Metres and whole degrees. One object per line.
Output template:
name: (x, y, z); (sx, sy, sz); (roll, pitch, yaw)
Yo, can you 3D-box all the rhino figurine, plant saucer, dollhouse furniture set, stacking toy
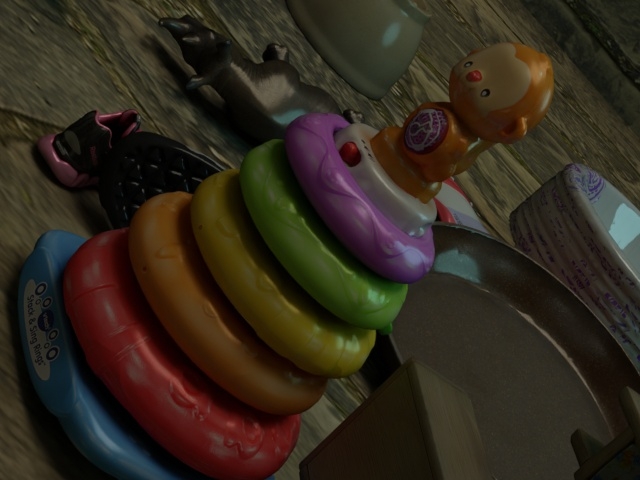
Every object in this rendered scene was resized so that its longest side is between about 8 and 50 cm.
rhino figurine: (-0.044, -0.120, 1.298); (0.243, 0.073, 0.106); (35, 21, -34)
plant saucer: (0.158, 0.118, 1.253); (0.310, 0.050, 0.311); (29, 35, -23)
dollhouse furniture set: (0.116, 0.199, 0.832); (0.242, 0.212, 0.161); (34, 23, -24)
stacking toy: (0.000, 0.000, 0.805); (0.165, 0.302, 0.175); (34, 25, -41)

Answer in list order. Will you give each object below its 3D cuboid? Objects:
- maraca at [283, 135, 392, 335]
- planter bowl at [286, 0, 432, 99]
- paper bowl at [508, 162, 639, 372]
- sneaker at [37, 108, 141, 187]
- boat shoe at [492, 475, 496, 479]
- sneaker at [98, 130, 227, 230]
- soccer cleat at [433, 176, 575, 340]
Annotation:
maraca: (0.012, -0.007, 1.153); (0.127, 0.099, 0.186); (59, 3, -45)
planter bowl: (0.055, -0.253, 1.720); (0.162, 0.109, 0.162); (44, 19, -19)
paper bowl: (0.299, 0.069, 1.601); (0.284, 0.148, 0.284); (43, 20, -20)
sneaker: (-0.132, -0.062, 1.008); (0.047, 0.057, 0.119); (53, 17, 14)
boat shoe: (0.107, 0.199, 1.044); (0.178, 0.064, 0.060); (32, 24, -49)
sneaker: (-0.066, 0.007, 1.036); (0.234, 0.084, 0.097); (40, -3, -31)
soccer cleat: (0.146, 0.030, 1.431); (0.095, 0.083, 0.248); (-11, 55, -50)
